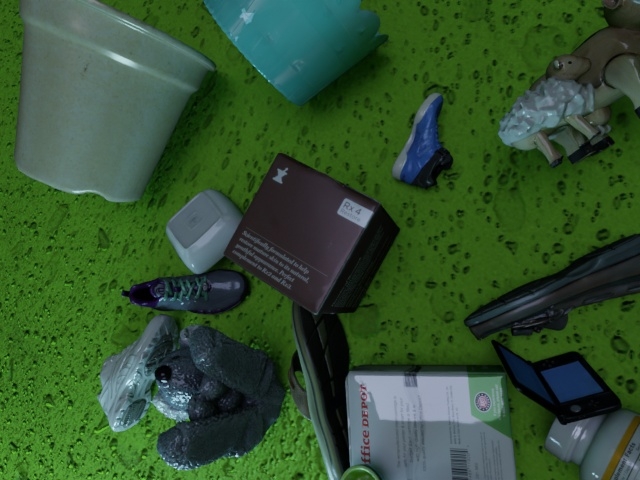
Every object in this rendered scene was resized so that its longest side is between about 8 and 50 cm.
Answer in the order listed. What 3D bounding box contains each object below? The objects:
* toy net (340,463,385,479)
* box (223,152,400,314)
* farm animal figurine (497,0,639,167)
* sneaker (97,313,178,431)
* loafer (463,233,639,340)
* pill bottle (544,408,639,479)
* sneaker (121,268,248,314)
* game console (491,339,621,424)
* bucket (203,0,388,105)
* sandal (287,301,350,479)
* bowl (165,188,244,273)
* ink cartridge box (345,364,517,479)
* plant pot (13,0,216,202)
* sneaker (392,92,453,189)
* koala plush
[{"bbox_3d":[0.091,0.399,0.503,0.122,0.045,0.232,-50,50,6],"label":"toy net"},{"bbox_3d":[0.000,0.000,0.639,0.168,0.203,0.167,30,92,21],"label":"box"},{"bbox_3d":[0.406,-0.247,0.540,0.327,0.330,0.172,-41,72,39],"label":"farm animal figurine"},{"bbox_3d":[-0.358,0.232,0.786,0.115,0.090,0.232,28,90,24],"label":"sneaker"},{"bbox_3d":[0.338,0.085,0.575,0.267,0.096,0.084,-29,80,10],"label":"loafer"},{"bbox_3d":[0.389,0.277,0.489,0.208,0.117,0.118,28,91,42],"label":"pill bottle"},{"bbox_3d":[-0.246,0.098,0.761,0.223,0.098,0.083,-10,79,17],"label":"sneaker"},{"bbox_3d":[0.301,0.170,0.546,0.107,0.122,0.071,-22,102,14],"label":"game console"},{"bbox_3d":[-0.042,-0.375,0.680,0.183,0.281,0.281,-37,72,18],"label":"bucket"},{"bbox_3d":[-0.008,0.231,0.657,0.086,0.120,0.303,-17,77,30],"label":"sandal"},{"bbox_3d":[-0.218,-0.027,0.769,0.142,0.053,0.142,-42,55,-3],"label":"bowl"},{"bbox_3d":[0.156,0.265,0.604,0.219,0.092,0.160,-5,81,19],"label":"ink cartridge box"},{"bbox_3d":[-0.406,-0.251,0.774,0.333,0.334,0.305,27,101,20],"label":"plant pot"},{"bbox_3d":[0.185,-0.157,0.676,0.084,0.058,0.152,28,95,26],"label":"sneaker"},{"bbox_3d":[-0.196,0.244,0.702,0.221,0.203,0.196,3,73,40],"label":"koala plush"}]
